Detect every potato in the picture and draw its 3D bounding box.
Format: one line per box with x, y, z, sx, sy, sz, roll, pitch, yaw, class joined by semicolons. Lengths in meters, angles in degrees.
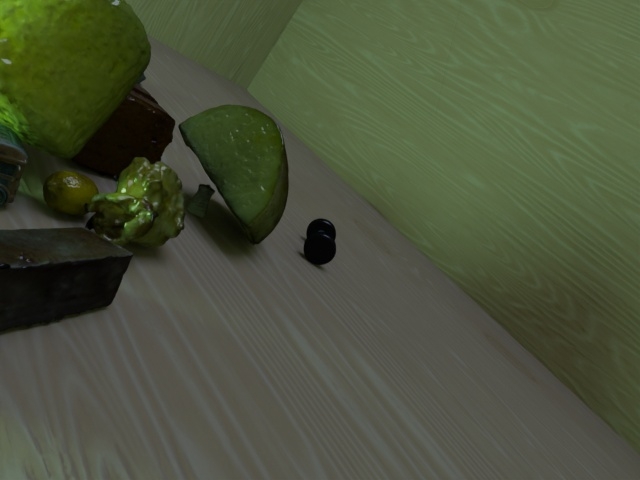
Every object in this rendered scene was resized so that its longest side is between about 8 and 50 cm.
-0.175;-0.167;1.355;0.330;0.213;0.280;55;-8;15;potato

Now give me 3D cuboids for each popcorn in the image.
-0.337;-0.069;0.968;0.173;0.168;0.195;16;10;12;popcorn

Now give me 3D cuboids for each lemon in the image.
-0.455;-0.086;0.933;0.082;0.082;0.111;41;10;16;lemon

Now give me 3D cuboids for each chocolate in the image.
-0.398;0.042;0.653;0.112;0.112;0.321;32;14;16;chocolate

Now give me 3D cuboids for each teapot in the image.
-0.303;-0.108;1.317;0.057;0.083;0.067;21;24;-32;teapot

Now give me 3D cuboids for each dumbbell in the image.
0.000;0.000;1.621;0.100;0.100;0.191;34;15;-9;dumbbell

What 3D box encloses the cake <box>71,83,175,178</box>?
-0.515;-0.296;1.223;0.293;0.196;0.199;41;14;31;cake

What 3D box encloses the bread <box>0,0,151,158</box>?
-0.505;-0.347;0.922;0.348;0.308;0.348;33;-19;13;bread

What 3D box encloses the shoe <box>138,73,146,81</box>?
-0.725;-0.654;1.955;0.103;0.100;0.251;34;13;-11;shoe

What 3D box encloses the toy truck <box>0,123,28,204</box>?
-0.573;-0.152;0.759;0.257;0.140;0.108;18;24;-49;toy truck
